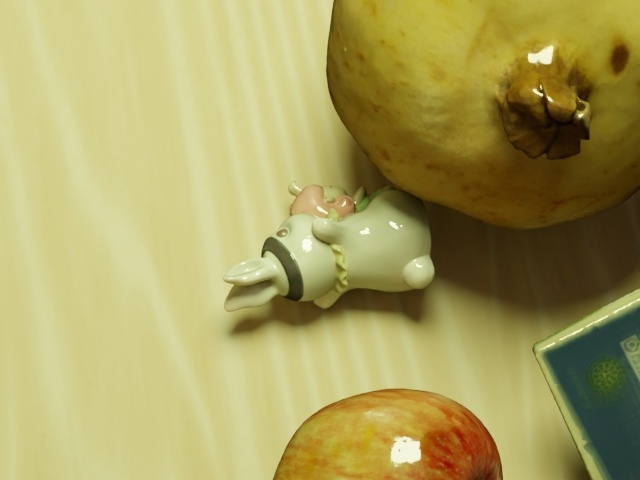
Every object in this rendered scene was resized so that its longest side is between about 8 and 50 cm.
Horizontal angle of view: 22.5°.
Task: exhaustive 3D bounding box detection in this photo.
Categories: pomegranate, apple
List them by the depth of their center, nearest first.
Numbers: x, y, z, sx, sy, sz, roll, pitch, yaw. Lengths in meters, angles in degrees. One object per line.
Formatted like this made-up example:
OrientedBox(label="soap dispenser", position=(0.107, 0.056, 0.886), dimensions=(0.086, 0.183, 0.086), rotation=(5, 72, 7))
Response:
OrientedBox(label="apple", position=(0.039, 0.165, 1.019), dimensions=(0.131, 0.146, 0.146), rotation=(14, 64, 30))
OrientedBox(label="pomegranate", position=(0.147, -0.154, 1.085), dimensions=(0.307, 0.307, 0.307), rotation=(2, 67, -5))

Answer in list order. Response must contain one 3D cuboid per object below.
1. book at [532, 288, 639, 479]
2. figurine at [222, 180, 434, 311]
OrientedBox(label="book", position=(0.324, 0.099, 1.069), dimensions=(0.322, 0.018, 0.228), rotation=(-26, 99, -7))
OrientedBox(label="figurine", position=(0.001, 0.007, 1.128), dimensions=(0.146, 0.081, 0.098), rotation=(-7, 25, -4))
